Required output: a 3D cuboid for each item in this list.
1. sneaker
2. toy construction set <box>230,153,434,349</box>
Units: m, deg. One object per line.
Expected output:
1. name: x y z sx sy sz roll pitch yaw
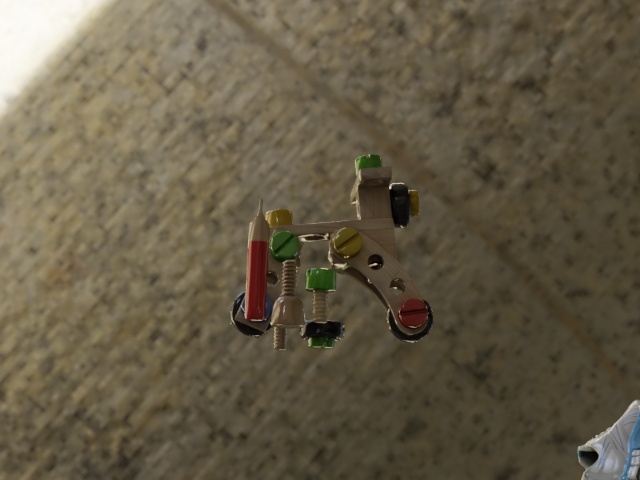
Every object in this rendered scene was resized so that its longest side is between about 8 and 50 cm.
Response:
1. sneaker: 0.354 0.246 1.718 0.083 0.071 0.190 4 23 19
2. toy construction set: 0.000 0.000 1.746 0.258 0.237 0.309 -2 -11 22
